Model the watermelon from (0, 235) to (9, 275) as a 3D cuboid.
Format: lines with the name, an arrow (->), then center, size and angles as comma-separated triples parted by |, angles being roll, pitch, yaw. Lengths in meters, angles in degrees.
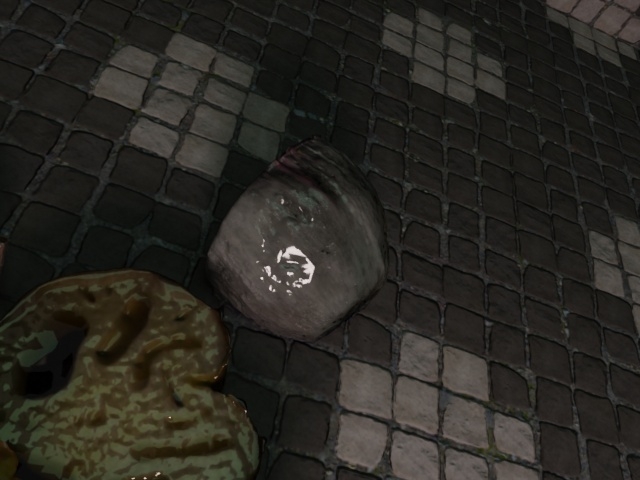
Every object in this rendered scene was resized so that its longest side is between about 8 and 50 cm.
watermelon -> -0.440, 0.015, 0.732 | 0.241, 0.154, 0.094 | 3, 52, -52

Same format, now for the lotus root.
lotus root -> -0.252, 0.211, 0.774 | 0.375, 0.111, 0.390 | 4, 56, -23

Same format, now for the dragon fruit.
dragon fruit -> 0.000, 0.000, 1.006 | 0.221, 0.204, 0.283 | 45, 48, 10

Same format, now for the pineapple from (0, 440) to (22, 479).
pineapple -> -0.357, 0.298, 0.573 | 0.209, 0.286, 0.344 | 16, 29, -40
